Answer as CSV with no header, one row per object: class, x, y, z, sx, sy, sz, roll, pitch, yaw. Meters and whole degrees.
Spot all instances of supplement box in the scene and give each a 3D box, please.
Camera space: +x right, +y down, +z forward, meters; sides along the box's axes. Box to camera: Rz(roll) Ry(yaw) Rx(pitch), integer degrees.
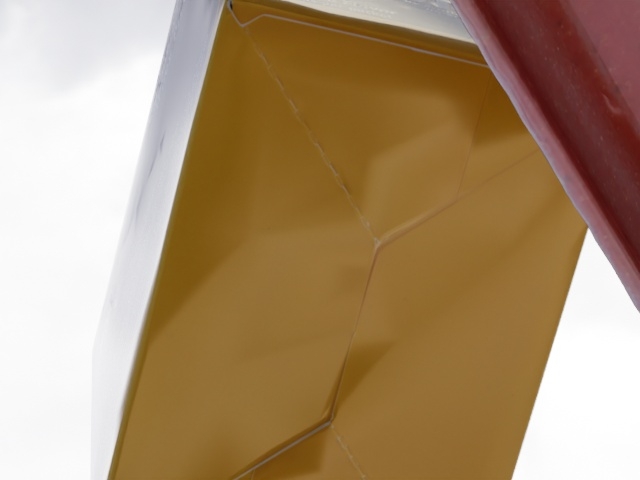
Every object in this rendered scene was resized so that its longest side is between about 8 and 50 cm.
supplement box,0.000,0.000,0.694,0.129,0.191,0.194,12,-165,-10

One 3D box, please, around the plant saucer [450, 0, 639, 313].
plant saucer,0.139,-0.130,0.462,0.258,0.259,0.048,-31,-156,9
